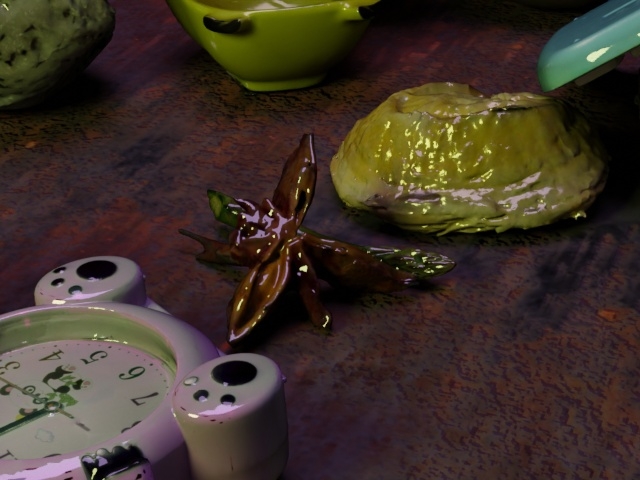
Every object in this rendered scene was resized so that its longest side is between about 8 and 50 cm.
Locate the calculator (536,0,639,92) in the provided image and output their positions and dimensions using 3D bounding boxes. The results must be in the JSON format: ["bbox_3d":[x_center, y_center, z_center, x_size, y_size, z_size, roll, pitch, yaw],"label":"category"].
[{"bbox_3d":[0.304,-0.203,1.227,0.256,0.054,0.386,-28,6,17],"label":"calculator"}]

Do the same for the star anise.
[{"bbox_3d":[-0.037,0.018,1.072,0.158,0.144,0.140,-27,81,-24],"label":"star anise"}]

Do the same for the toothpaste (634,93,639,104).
[{"bbox_3d":[0.338,-0.134,1.332,0.083,0.019,0.027,0,5,2],"label":"toothpaste"}]

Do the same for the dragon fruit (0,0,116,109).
[{"bbox_3d":[-0.336,-0.217,1.348,0.204,0.221,0.283,-44,2,-10],"label":"dragon fruit"}]

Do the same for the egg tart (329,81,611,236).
[{"bbox_3d":[0.126,-0.084,1.194,0.252,0.098,0.232,17,31,38],"label":"egg tart"}]

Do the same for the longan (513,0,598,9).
[{"bbox_3d":[0.257,-0.347,1.550,0.220,0.197,0.196,-17,31,-41],"label":"longan"}]

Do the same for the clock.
[{"bbox_3d":[-0.167,0.117,0.863,0.248,0.090,0.227,-25,36,-31],"label":"clock"}]

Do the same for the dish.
[{"bbox_3d":[-0.046,-0.221,1.432,0.221,0.108,0.262,-9,28,-12],"label":"dish"}]

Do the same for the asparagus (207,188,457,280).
[{"bbox_3d":[0.000,-0.001,1.109,0.236,0.034,0.027,17,26,27],"label":"asparagus"}]

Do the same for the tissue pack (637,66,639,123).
[{"bbox_3d":[0.320,-0.121,1.283,0.063,0.035,0.083,5,43,7],"label":"tissue pack"}]
